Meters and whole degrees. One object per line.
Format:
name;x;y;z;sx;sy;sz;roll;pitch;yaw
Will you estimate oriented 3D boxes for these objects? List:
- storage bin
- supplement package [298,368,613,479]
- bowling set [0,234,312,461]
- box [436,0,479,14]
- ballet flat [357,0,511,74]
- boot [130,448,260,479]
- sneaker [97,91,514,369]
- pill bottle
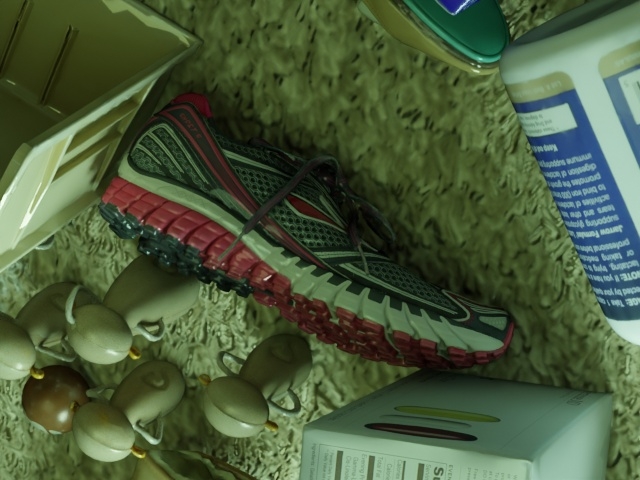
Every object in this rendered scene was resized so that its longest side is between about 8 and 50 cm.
storage bin;-0.265;-0.119;1.260;0.262;0.260;0.123;33;120;8
supplement package;0.089;0.206;1.211;0.145;0.262;0.204;7;96;18
bowling set;-0.167;0.095;1.352;0.287;0.154;0.200;35;116;7
box;0.122;-0.218;1.148;0.072;0.126;0.137;46;118;2
ballet flat;0.035;-0.193;1.233;0.232;0.080;0.073;50;145;2
boot;-0.169;0.263;1.425;0.236;0.089;0.269;25;116;-3
sneaker;0.000;0.000;1.283;0.299;0.121;0.112;27;77;1
pill bottle;0.228;-0.026;1.159;0.153;0.153;0.264;-20;100;26
